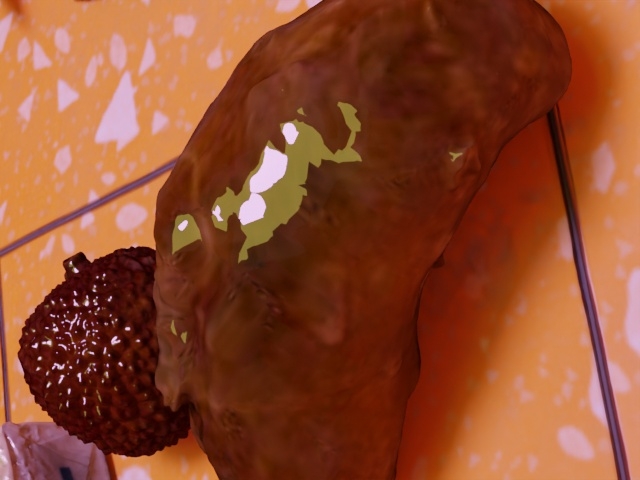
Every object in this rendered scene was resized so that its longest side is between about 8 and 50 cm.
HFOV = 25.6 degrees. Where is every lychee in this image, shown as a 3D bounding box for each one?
[{"bbox_3d":[-0.121,0.069,0.859,0.123,0.129,0.123,-27,24,13],"label":"lychee"}]

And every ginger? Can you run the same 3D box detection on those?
[{"bbox_3d":[0.000,0.000,0.722,0.165,0.172,0.321,-93,24,-73],"label":"ginger"}]

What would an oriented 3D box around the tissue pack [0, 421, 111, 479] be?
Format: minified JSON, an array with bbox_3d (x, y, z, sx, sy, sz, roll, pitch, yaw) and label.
[{"bbox_3d":[-0.220,0.227,0.941,0.196,0.092,0.148,-39,58,33],"label":"tissue pack"}]
